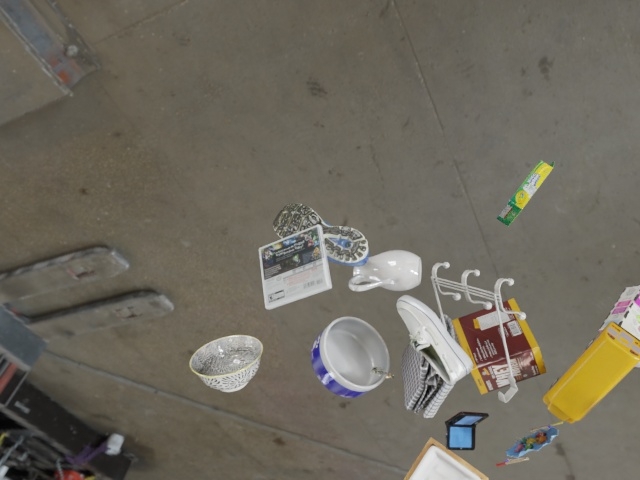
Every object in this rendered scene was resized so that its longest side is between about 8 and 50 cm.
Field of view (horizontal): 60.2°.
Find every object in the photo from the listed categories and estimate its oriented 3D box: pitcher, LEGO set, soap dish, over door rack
[{"bbox_3d":[0.196,0.104,1.684,0.207,0.177,0.125,1,121,17],"label":"pitcher"},{"bbox_3d":[0.166,0.355,1.505,0.083,0.023,0.054,4,179,41],"label":"LEGO set"},{"bbox_3d":[0.415,0.876,1.946,0.229,0.290,0.118,32,-175,18],"label":"soap dish"},{"bbox_3d":[0.417,0.227,1.470,0.240,0.108,0.323,15,116,57],"label":"over door rack"}]

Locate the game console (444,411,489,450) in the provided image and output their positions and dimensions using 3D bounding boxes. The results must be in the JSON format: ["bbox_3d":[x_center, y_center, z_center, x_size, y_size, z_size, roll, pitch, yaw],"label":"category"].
[{"bbox_3d":[0.502,0.650,1.885,0.144,0.085,0.124,14,133,-31],"label":"game console"}]

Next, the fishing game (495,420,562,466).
[{"bbox_3d":[0.691,0.657,1.817,0.189,0.264,0.041,-42,72,49],"label":"fishing game"}]

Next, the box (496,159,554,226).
[{"bbox_3d":[0.531,-0.129,1.422,0.043,0.179,0.105,39,160,14],"label":"box"}]

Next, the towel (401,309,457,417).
[{"bbox_3d":[0.347,0.401,1.810,0.122,0.283,0.234,16,126,-3],"label":"towel"}]

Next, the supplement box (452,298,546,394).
[{"bbox_3d":[0.513,0.306,1.602,0.194,0.191,0.129,-22,128,11],"label":"supplement box"}]

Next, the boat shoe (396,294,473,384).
[{"bbox_3d":[0.243,0.222,1.248,0.226,0.076,0.083,46,150,22],"label":"boat shoe"}]

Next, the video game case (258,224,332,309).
[{"bbox_3d":[-0.068,0.068,1.408,0.191,0.173,0.022,-21,153,24],"label":"video game case"}]

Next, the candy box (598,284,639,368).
[{"bbox_3d":[0.993,0.270,1.745,0.159,0.233,0.071,54,147,-4],"label":"candy box"}]

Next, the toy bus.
[{"bbox_3d":[0.722,0.370,1.485,0.108,0.130,0.332,40,128,23],"label":"toy bus"}]

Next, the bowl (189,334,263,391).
[{"bbox_3d":[-0.209,0.297,1.279,0.170,0.170,0.080,-3,111,20],"label":"bowl"}]

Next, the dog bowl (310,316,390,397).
[{"bbox_3d":[0.103,0.403,1.916,0.265,0.264,0.104,29,136,-12],"label":"dog bowl"}]

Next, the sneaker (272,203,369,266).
[{"bbox_3d":[0.000,0.000,1.664,0.330,0.129,0.147,27,167,24],"label":"sneaker"}]
